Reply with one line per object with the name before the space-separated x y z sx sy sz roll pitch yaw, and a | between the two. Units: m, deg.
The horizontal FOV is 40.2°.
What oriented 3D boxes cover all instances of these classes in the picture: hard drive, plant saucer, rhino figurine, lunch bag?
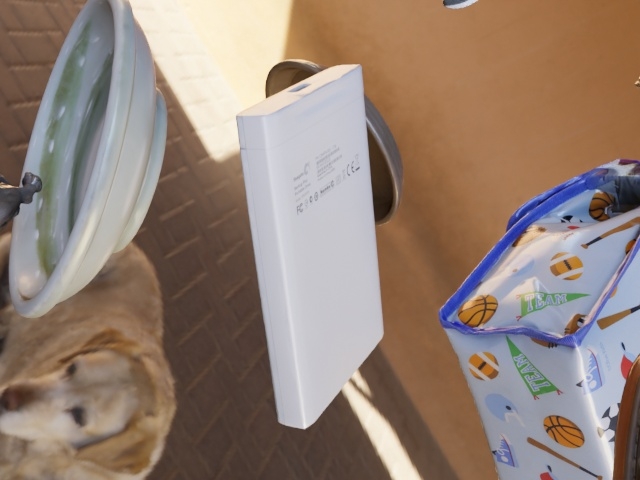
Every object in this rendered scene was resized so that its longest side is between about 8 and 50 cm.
hard drive | 0.000 0.000 0.998 0.233 0.047 0.353 -41 129 -55
plant saucer | 0.023 -0.144 1.265 0.278 0.041 0.278 41 -25 24
plant saucer | -0.272 -0.097 1.057 0.100 0.400 0.401 15 42 -29
rhino figurine | -0.449 -0.099 1.013 0.243 0.073 0.106 41 36 -22
lunch bag | 0.358 0.120 1.161 0.385 0.238 0.328 -44 125 -34

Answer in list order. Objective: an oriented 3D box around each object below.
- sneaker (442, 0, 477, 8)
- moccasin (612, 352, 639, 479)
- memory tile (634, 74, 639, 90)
sneaker | 0.189 -0.315 1.086 0.031 0.083 0.035 -76 144 -59
moccasin | 0.245 0.240 0.486 0.147 0.139 0.380 51 25 -74
memory tile | 0.171 -0.024 0.279 0.148 0.012 0.113 30 15 14
